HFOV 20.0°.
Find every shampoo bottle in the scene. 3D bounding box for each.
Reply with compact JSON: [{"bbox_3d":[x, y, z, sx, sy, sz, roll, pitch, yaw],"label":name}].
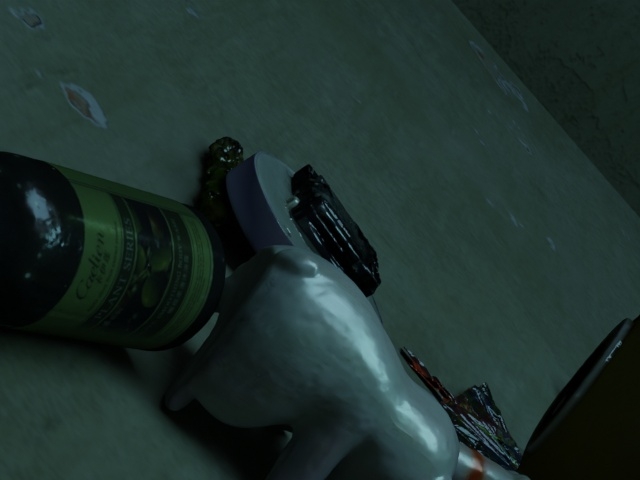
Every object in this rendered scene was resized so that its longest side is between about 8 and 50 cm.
[{"bbox_3d":[-0.167,0.004,1.069,0.101,0.101,0.284,57,19,24],"label":"shampoo bottle"}]

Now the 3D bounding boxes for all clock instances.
[{"bbox_3d":[0.000,0.000,1.521,0.198,0.064,0.172,55,15,-21],"label":"clock"}]

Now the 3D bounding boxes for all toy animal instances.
[{"bbox_3d":[0.020,0.132,1.233,0.282,0.138,0.140,52,23,-19],"label":"toy animal"}]

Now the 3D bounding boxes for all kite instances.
[{"bbox_3d":[0.138,0.164,1.630,0.189,0.009,0.232,47,16,9],"label":"kite"}]

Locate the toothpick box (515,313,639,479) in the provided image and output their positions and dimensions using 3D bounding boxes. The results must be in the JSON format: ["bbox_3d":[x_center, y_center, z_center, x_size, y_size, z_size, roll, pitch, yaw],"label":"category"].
[{"bbox_3d":[0.360,0.218,1.393,0.409,0.425,0.409,47,30,-38],"label":"toothpick box"}]

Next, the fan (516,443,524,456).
[{"bbox_3d":[0.168,0.222,1.607,0.310,0.010,0.182,33,23,-44],"label":"fan"}]

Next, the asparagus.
[{"bbox_3d":[-0.084,-0.055,1.533,0.036,0.030,0.165,34,20,-14],"label":"asparagus"}]
